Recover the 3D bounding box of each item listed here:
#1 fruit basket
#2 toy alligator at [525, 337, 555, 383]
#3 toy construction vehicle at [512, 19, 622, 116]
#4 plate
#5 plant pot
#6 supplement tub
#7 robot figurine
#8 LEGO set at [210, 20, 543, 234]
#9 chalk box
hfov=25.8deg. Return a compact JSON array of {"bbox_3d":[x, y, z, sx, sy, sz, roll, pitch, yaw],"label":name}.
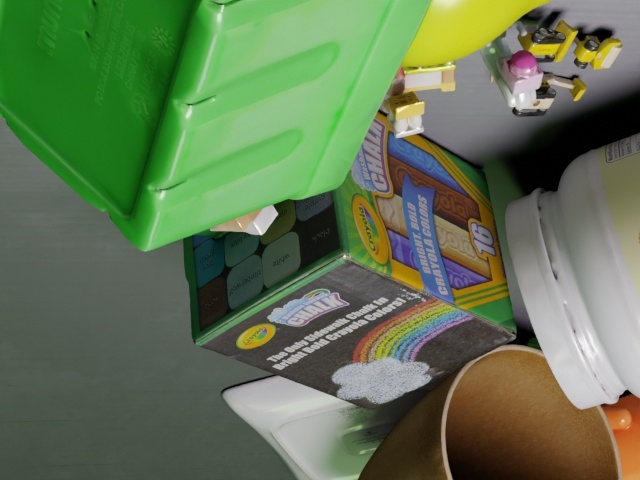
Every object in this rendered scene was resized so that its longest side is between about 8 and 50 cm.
[{"bbox_3d":[-0.006,-0.202,0.866,0.392,0.283,0.392,-46,168,-12],"label":"fruit basket"},{"bbox_3d":[0.288,0.138,1.575,0.190,0.056,0.051,17,-179,-35],"label":"toy alligator"},{"bbox_3d":[0.188,-0.144,1.131,0.098,0.035,0.086,-7,141,-29],"label":"toy construction vehicle"},{"bbox_3d":[0.059,0.215,1.646,0.277,0.045,0.278,-15,146,12],"label":"plate"},{"bbox_3d":[0.153,0.261,1.524,0.237,0.237,0.254,13,153,-30],"label":"plant pot"},{"bbox_3d":[0.347,0.004,1.208,0.325,0.235,0.235,-21,145,18],"label":"supplement tub"},{"bbox_3d":[0.368,0.256,1.702,0.219,0.128,0.158,-24,165,22],"label":"robot figurine"},{"bbox_3d":[0.019,-0.122,1.039,0.287,0.132,0.107,-25,145,-15],"label":"LEGO set"},{"bbox_3d":[0.000,0.000,1.182,0.180,0.179,0.289,-31,140,32],"label":"chalk box"}]
